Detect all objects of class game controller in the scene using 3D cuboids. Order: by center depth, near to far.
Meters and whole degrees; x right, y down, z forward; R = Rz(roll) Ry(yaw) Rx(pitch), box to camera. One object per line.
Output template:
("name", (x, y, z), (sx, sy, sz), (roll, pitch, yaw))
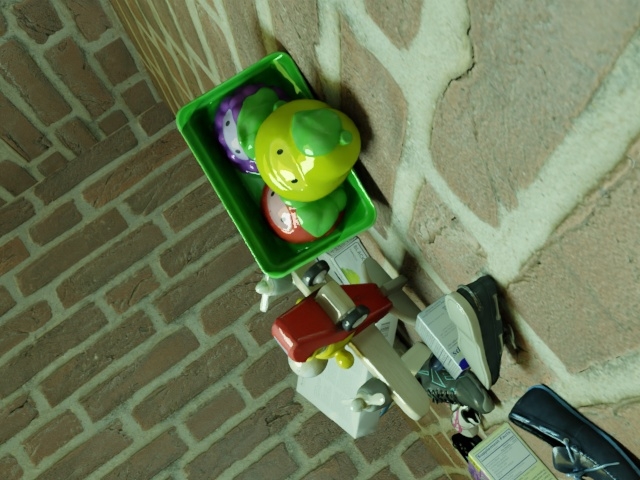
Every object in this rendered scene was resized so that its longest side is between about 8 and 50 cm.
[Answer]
("game controller", (0.504, 0.695, 2.064), (0.319, 0.067, 0.166), (53, 172, 4))

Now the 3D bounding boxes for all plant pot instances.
("plant pot", (0.270, 0.338, 1.829), (0.109, 0.109, 0.096), (56, 159, -11))

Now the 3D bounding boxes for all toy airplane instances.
("toy airplane", (0.039, 0.176, 1.488), (0.384, 0.272, 0.386), (31, -158, -23))

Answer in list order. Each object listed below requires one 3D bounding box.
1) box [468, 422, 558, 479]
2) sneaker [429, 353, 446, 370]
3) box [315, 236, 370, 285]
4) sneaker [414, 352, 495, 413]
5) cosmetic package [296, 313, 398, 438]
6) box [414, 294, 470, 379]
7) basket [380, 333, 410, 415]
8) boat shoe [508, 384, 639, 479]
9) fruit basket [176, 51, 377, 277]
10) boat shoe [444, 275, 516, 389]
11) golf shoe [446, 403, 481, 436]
("box", (0.460, 0.569, 1.620), (0.243, 0.117, 0.213), (50, 171, 28))
("sneaker", (0.273, 0.252, 1.507), (0.059, 0.053, 0.144), (47, -159, 10))
("box", (0.058, 0.055, 1.890), (0.169, 0.087, 0.290), (57, 171, -19))
("sneaker", (0.305, 0.349, 1.643), (0.101, 0.106, 0.267), (58, 170, -18))
("cosmetic package", (0.069, 0.327, 2.035), (0.284, 0.097, 0.377), (28, 116, 44))
("box", (0.256, 0.192, 1.392), (0.137, 0.072, 0.126), (52, 172, 17))
("basket", (0.157, 0.388, 2.184), (0.255, 0.201, 0.289), (52, 141, 19))
("boat shoe", (0.399, 0.335, 1.106), (0.109, 0.089, 0.258), (59, 171, -29))
("fruit basket", (-0.063, -0.138, 1.274), (0.392, 0.283, 0.392), (60, -174, -10))
("boat shoe", (0.266, 0.152, 1.153), (0.095, 0.079, 0.255), (48, 168, 49))
("golf shoe", (0.375, 0.458, 1.816), (0.086, 0.067, 0.186), (42, 165, 50))
